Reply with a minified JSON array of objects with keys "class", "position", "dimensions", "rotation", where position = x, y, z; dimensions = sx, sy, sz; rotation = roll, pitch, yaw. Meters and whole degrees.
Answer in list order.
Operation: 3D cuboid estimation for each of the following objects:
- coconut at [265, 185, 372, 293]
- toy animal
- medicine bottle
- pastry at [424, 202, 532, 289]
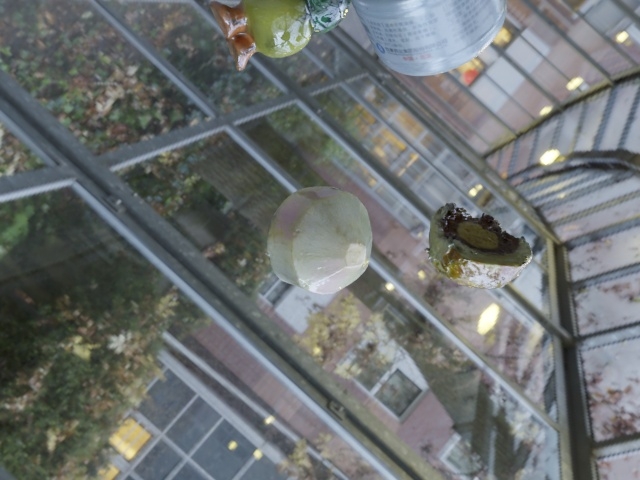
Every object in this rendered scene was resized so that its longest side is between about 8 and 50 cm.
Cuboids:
[{"class":"coconut","position":[0.000,0.000,1.503],"dimensions":[0.197,0.237,0.237],"rotation":[0,148,-36]},{"class":"toy animal","position":[-0.074,-0.542,1.691],"dimensions":[0.338,0.191,0.216],"rotation":[-29,139,-5]},{"class":"medicine bottle","position":[0.158,-0.455,1.177],"dimensions":[0.245,0.245,0.306],"rotation":[-48,136,-12]},{"class":"pastry","position":[0.390,0.041,1.796],"dimensions":[0.237,0.256,0.170],"rotation":[-103,-149,-51]}]
